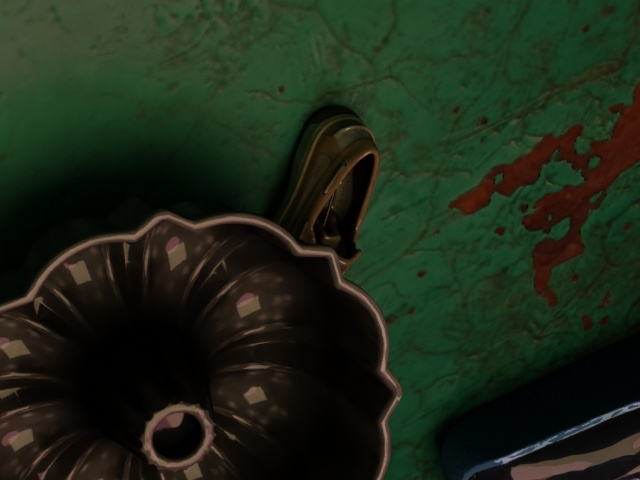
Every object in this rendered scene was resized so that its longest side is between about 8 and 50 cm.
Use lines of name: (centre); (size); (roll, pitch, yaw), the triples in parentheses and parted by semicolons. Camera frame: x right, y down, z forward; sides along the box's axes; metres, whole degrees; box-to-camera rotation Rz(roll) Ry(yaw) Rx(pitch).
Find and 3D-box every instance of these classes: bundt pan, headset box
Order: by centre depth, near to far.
bundt pan: (-0.116, 0.111, 1.343); (0.331, 0.124, 0.331); (-8, 114, -18)
headset box: (-0.105, 0.162, 1.462); (0.083, 0.032, 0.062); (-37, 92, -4)

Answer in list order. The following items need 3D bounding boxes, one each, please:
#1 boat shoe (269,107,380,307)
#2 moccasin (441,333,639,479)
boat shoe: (0.000, 0.000, 1.401); (0.068, 0.072, 0.190); (-6, 125, -29)
moccasin: (0.270, 0.164, 1.671); (0.342, 0.138, 0.117); (-17, 117, -5)
